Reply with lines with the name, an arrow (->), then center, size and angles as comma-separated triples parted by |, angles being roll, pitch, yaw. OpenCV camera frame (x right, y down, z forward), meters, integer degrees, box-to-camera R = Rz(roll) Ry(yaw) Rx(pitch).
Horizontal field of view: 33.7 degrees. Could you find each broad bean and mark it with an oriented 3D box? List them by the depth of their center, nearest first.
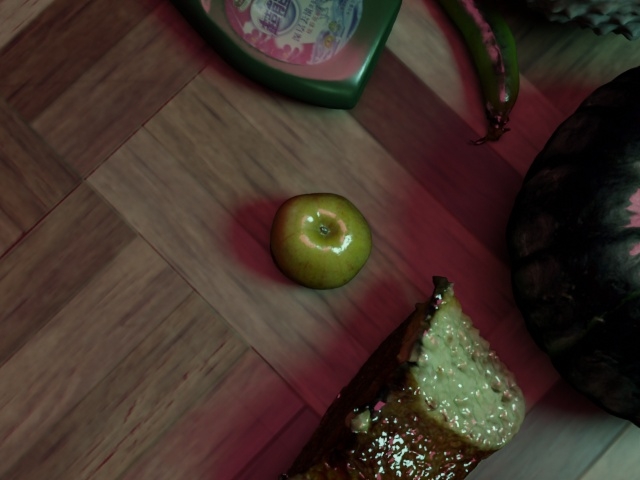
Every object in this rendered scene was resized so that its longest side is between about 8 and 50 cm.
broad bean -> 0.119, -0.195, 0.907 | 0.069, 0.039, 0.227 | -22, 82, 0

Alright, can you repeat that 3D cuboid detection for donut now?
donut -> 0.064, 0.146, 0.814 | 0.126, 0.144, 0.186 | 43, 51, -1

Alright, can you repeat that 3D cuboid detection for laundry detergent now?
laundry detergent -> -0.045, -0.202, 0.891 | 0.210, 0.063, 0.137 | 25, 78, 4

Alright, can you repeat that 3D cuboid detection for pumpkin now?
pumpkin -> 0.286, -0.003, 0.763 | 0.295, 0.296, 0.296 | 0, 80, -2

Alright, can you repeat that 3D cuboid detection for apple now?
apple -> 0.000, 0.000, 0.851 | 0.084, 0.071, 0.084 | 1, 81, -4

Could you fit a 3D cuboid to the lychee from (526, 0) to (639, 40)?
lychee -> 0.255, -0.300, 0.817 | 0.300, 0.300, 0.300 | 0, 80, -2
